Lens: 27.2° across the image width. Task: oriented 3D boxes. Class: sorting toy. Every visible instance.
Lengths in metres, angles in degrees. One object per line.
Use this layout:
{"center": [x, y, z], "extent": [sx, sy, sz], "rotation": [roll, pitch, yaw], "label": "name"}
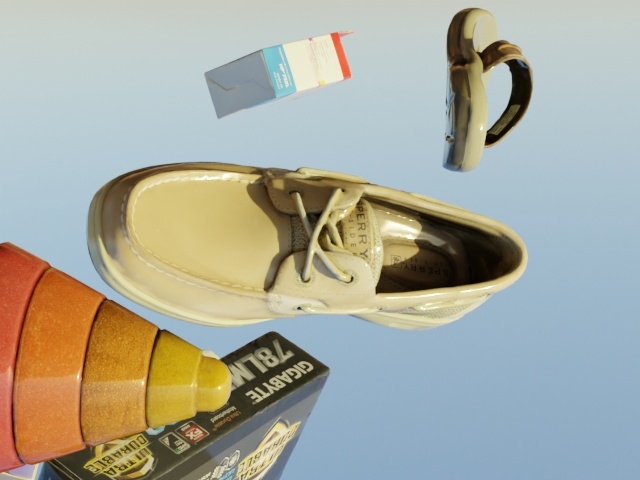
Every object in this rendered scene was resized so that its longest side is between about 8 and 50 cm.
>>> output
{"center": [-0.119, 0.186, 0.630], "extent": [0.126, 0.365, 0.127], "rotation": [5, 170, 2], "label": "sorting toy"}

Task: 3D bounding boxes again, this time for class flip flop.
{"center": [0.152, -0.135, 1.187], "extent": [0.080, 0.112, 0.277], "rotation": [1, -159, 7], "label": "flip flop"}

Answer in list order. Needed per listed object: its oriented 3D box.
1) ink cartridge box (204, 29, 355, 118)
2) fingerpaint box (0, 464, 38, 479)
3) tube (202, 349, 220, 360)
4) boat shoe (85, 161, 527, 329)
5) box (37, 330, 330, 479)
{"center": [-0.049, -0.258, 2.040], "extent": [0.134, 0.078, 0.231], "rotation": [-15, -176, 42], "label": "ink cartridge box"}
{"center": [-0.581, 0.190, 1.676], "extent": [0.445, 0.163, 0.371], "rotation": [18, 159, -14], "label": "fingerpaint box"}
{"center": [-0.191, 0.191, 1.445], "extent": [0.207, 0.080, 0.052], "rotation": [-34, 170, 21], "label": "tube"}
{"center": [0.000, 0.000, 0.849], "extent": [0.302, 0.109, 0.098], "rotation": [10, 159, -34], "label": "boat shoe"}
{"center": [-0.136, 0.242, 1.050], "extent": [0.073, 0.293, 0.295], "rotation": [32, -153, 20], "label": "box"}
